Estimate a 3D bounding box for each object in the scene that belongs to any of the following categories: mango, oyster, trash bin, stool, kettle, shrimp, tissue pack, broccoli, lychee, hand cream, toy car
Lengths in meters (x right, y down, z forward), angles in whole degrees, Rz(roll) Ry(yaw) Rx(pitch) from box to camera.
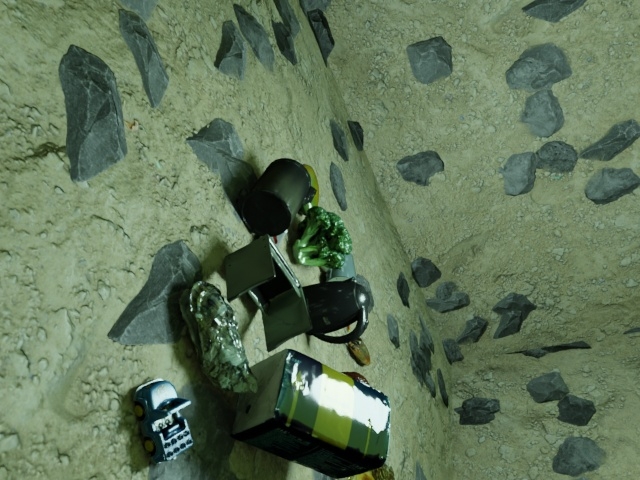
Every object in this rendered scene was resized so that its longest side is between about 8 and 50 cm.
[{"bbox_3d":[-0.063,-0.235,2.203,0.156,0.114,0.251,-1,75,-74],"label":"mango"},{"bbox_3d":[-0.282,0.282,1.329,0.162,0.158,0.351,-21,77,-43],"label":"oyster"},{"bbox_3d":[-0.164,-0.168,1.807,0.251,0.203,0.302,27,34,-3],"label":"trash bin"},{"bbox_3d":[-0.171,0.162,1.512,0.244,0.170,0.270,59,4,-30],"label":"stool"},{"bbox_3d":[0.079,0.145,2.276,0.210,0.160,0.243,30,32,-19],"label":"kettle"},{"bbox_3d":[0.069,0.293,1.926,0.207,0.290,0.269,37,43,-56],"label":"kettle"},{"bbox_3d":[0.195,0.542,2.344,0.249,0.068,0.150,48,21,-55],"label":"shrimp"},{"bbox_3d":[-0.027,0.529,1.418,0.416,0.264,0.253,30,44,-23],"label":"tissue pack"},{"bbox_3d":[0.000,0.000,2.040,0.275,0.307,0.308,-20,94,-29],"label":"broccoli"},{"bbox_3d":[0.122,0.639,1.955,0.194,0.194,0.195,47,34,-47],"label":"lychee"},{"bbox_3d":[-0.191,-0.012,1.844,0.336,0.076,0.121,-75,144,-62],"label":"hand cream"},{"bbox_3d":[-0.359,0.419,1.099,0.097,0.100,0.191,-10,80,-63],"label":"toy car"}]

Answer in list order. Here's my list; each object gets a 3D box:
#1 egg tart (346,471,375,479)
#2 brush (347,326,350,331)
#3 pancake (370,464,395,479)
[{"bbox_3d":[0.145,1.044,1.774,0.352,0.149,0.352,-18,90,-73],"label":"egg tart"},{"bbox_3d":[0.141,0.421,2.349,0.021,0.018,0.083,58,24,-54],"label":"brush"},{"bbox_3d":[0.273,1.123,2.149,0.427,0.066,0.305,57,20,-31],"label":"pancake"}]
